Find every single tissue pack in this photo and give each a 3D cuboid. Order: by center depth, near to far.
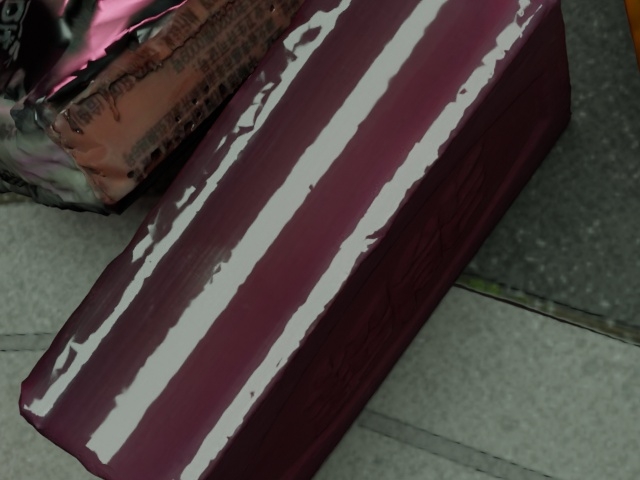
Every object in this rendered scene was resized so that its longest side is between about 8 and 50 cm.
[{"bbox_3d":[-0.090,-0.162,0.842,0.332,0.123,0.245,-46,27,-20],"label":"tissue pack"}]

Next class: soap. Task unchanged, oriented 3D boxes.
[{"bbox_3d":[0.000,0.000,0.818,0.128,0.233,0.359,35,87,17],"label":"soap"}]

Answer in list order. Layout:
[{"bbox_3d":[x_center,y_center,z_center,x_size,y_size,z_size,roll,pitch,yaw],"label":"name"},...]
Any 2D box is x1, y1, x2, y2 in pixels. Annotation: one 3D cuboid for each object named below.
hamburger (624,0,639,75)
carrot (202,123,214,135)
[{"bbox_3d":[0.256,-0.189,0.795,0.170,0.246,0.246,-11,74,14],"label":"hamburger"},{"bbox_3d":[-0.197,-0.116,0.991,0.260,0.070,0.070,7,78,14],"label":"carrot"}]
